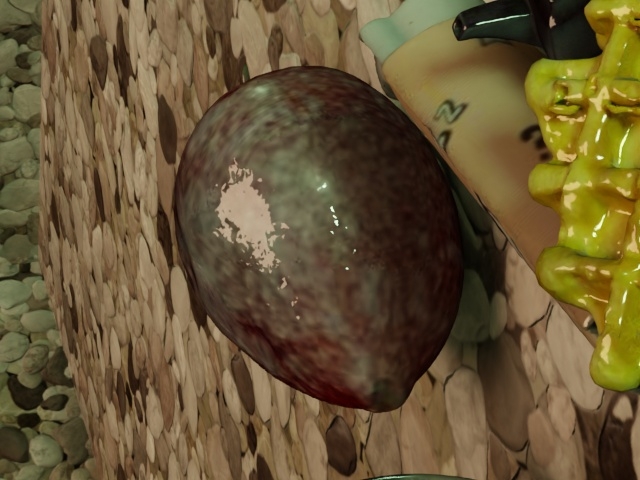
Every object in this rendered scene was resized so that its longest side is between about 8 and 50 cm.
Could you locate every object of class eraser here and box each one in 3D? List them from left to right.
[{"bbox_3d":[0.141,-0.023,0.851,0.087,0.171,0.290,-47,39,13],"label":"eraser"}]

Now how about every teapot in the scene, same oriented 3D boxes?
[{"bbox_3d":[0.145,-0.141,0.764,0.177,0.096,0.087,-33,50,20],"label":"teapot"}]

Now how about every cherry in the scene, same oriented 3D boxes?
[{"bbox_3d":[0.000,0.000,1.178,0.300,0.203,0.230,62,147,27],"label":"cherry"}]

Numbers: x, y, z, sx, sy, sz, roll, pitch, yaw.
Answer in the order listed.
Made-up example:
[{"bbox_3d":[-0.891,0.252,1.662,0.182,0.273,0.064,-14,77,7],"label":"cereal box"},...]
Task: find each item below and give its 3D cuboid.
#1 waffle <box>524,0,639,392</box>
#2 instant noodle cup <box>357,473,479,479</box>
[{"bbox_3d":[0.206,-0.039,0.608,0.283,0.065,0.309,-43,48,27],"label":"waffle"},{"bbox_3d":[0.066,0.332,1.035,0.296,0.296,0.214,-121,22,-49],"label":"instant noodle cup"}]
